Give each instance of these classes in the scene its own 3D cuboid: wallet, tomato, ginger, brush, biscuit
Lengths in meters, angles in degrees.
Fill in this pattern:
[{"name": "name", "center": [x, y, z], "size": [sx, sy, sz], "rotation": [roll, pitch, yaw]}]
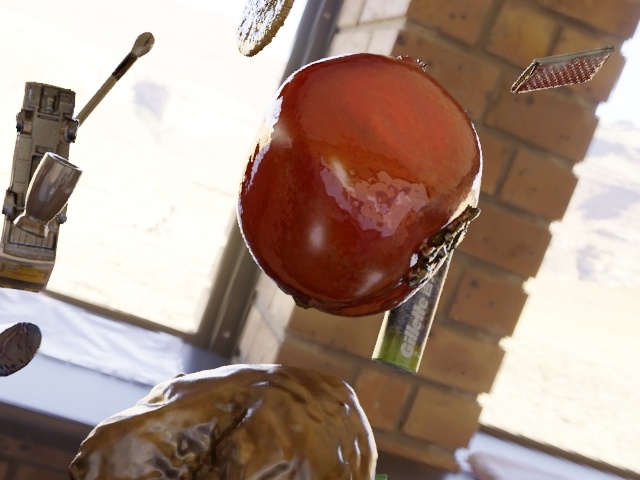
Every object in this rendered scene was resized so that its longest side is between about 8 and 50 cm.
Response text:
[{"name": "wallet", "center": [0.467, -0.327, 1.863], "size": [0.196, 0.020, 0.103], "rotation": [-14, -22, -27]}, {"name": "tomato", "center": [0.052, -0.072, 1.240], "size": [0.290, 0.293, 0.325], "rotation": [42, 52, 16]}, {"name": "ginger", "center": [-0.078, 0.223, 0.945], "size": [0.269, 0.200, 0.223], "rotation": [-9, -14, 13]}, {"name": "brush", "center": [-0.437, -0.327, 2.018], "size": [0.042, 0.299, 0.039], "rotation": [26, -24, 15]}, {"name": "biscuit", "center": [-0.089, -0.417, 1.685], "size": [0.033, 0.220, 0.220], "rotation": [23, 4, -27]}]

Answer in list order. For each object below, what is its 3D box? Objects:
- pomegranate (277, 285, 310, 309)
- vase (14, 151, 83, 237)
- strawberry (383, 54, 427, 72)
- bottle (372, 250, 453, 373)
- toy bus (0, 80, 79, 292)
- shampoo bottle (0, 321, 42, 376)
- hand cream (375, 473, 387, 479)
[{"name": "pomegranate", "center": [-0.011, 0.006, 1.910], "size": [0.222, 0.204, 0.276], "rotation": [27, -30, 30]}, {"name": "vase", "center": [-0.344, -0.056, 1.221], "size": [0.053, 0.100, 0.053], "rotation": [28, 3, -2]}, {"name": "strawberry", "center": [0.083, -0.192, 1.611], "size": [0.292, 0.292, 0.343], "rotation": [22, 4, 12]}, {"name": "bottle", "center": [0.192, 0.093, 1.912], "size": [0.093, 0.330, 0.093], "rotation": [17, -10, 3]}, {"name": "toy bus", "center": [-0.450, -0.090, 1.539], "size": [0.097, 0.342, 0.138], "rotation": [9, -36, -19]}, {"name": "shampoo bottle", "center": [-0.400, 0.127, 1.073], "size": [0.183, 0.050, 0.087], "rotation": [-9, 20, 29]}, {"name": "hand cream", "center": [0.100, 0.485, 1.812], "size": [0.095, 0.046, 0.175], "rotation": [-3, -43, 22]}]
